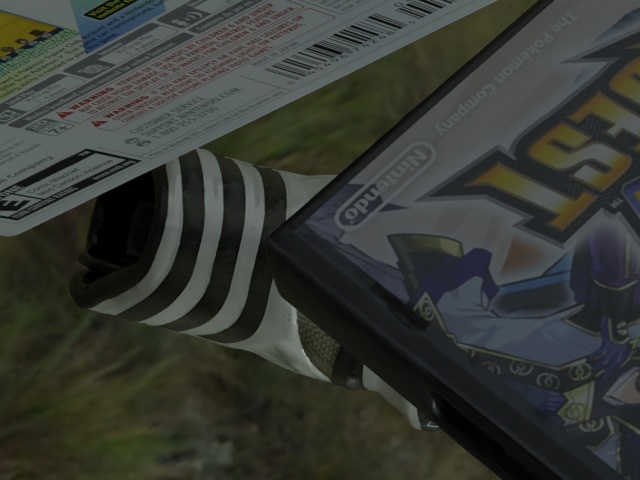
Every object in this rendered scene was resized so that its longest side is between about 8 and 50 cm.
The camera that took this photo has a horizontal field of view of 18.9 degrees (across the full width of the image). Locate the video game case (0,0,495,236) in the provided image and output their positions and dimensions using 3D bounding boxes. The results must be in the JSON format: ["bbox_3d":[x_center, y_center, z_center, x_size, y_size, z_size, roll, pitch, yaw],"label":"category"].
[{"bbox_3d":[-0.120,-0.087,0.766,0.300,0.329,0.036,11,62,-53],"label":"video game case"}]

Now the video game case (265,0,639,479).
[{"bbox_3d":[0.168,-0.010,0.517,0.248,0.275,0.035,39,-21,28],"label":"video game case"}]

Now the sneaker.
[{"bbox_3d":[0.000,-0.001,1.200,0.447,0.257,0.169,12,98,-79],"label":"sneaker"}]
